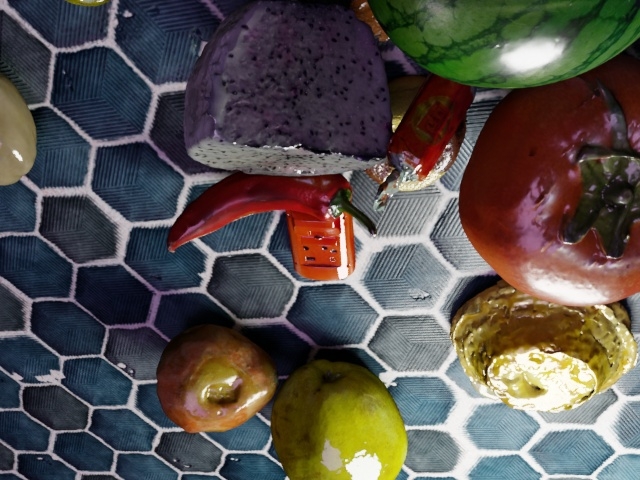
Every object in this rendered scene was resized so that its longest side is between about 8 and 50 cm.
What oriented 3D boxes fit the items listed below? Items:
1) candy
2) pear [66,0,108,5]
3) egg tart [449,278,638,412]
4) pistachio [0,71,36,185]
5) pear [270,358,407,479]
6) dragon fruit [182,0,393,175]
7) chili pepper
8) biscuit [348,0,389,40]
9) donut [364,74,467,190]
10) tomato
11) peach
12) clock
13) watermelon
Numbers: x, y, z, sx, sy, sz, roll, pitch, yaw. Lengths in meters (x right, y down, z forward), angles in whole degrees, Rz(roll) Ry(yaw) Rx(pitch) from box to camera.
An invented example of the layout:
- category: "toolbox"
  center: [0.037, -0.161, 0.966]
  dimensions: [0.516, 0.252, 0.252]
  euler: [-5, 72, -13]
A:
- category: "candy"
  center: [0.152, -0.161, 1.090]
  dimensions: [0.059, 0.292, 0.086]
  euler: [29, 174, 25]
- category: "pear"
  center: [-0.321, -0.394, 1.077]
  dimensions: [0.141, 0.104, 0.141]
  euler: [-17, 131, -20]
- category: "egg tart"
  center: [0.396, 0.208, 1.425]
  dimensions: [0.341, 0.129, 0.341]
  euler: [6, 132, 6]
- category: "pistachio"
  center: [-0.534, -0.191, 1.282]
  dimensions: [0.136, 0.136, 0.226]
  euler: [-3, 129, 15]
- category: "pear"
  center: [0.036, 0.385, 1.583]
  dimensions: [0.269, 0.269, 0.321]
  euler: [-4, 116, 16]
- category: "dragon fruit"
  center: [-0.057, -0.208, 1.122]
  dimensions: [0.283, 0.221, 0.204]
  euler: [1, -179, -27]
- category: "chili pepper"
  center: [-0.081, -0.058, 1.303]
  dimensions: [0.368, 0.137, 0.092]
  euler: [-5, 171, 24]
- category: "biscuit"
  center: [0.085, -0.315, 1.113]
  dimensions: [0.091, 0.015, 0.078]
  euler: [0, 132, 13]
- category: "donut"
  center: [0.135, -0.152, 1.207]
  dimensions: [0.166, 0.073, 0.184]
  euler: [31, 131, -18]
- category: "tomato"
  center: [0.348, -0.087, 1.087]
  dimensions: [0.341, 0.273, 0.341]
  euler: [-2, 108, -7]
- category: "peach"
  center: [-0.196, 0.265, 1.560]
  dimensions: [0.235, 0.214, 0.214]
  euler: [-1, 130, 5]
- category: "clock"
  center: [0.000, 0.000, 1.377]
  dimensions: [0.113, 0.061, 0.155]
  euler: [2, 133, 10]
- category: "watermelon"
  center: [0.211, -0.326, 0.853]
  dimensions: [0.363, 0.363, 0.363]
  euler: [6, 131, 7]
